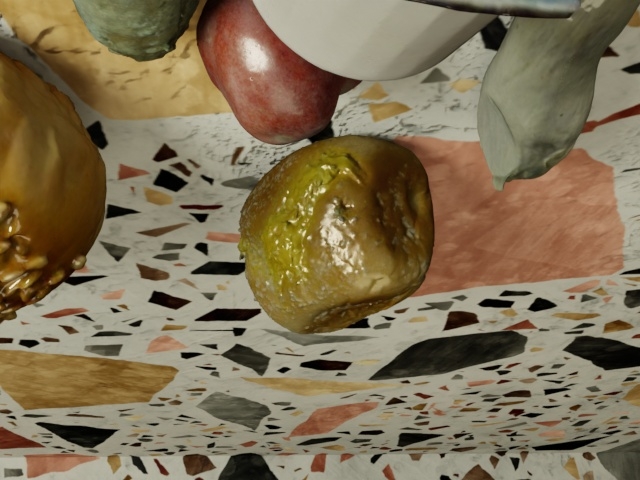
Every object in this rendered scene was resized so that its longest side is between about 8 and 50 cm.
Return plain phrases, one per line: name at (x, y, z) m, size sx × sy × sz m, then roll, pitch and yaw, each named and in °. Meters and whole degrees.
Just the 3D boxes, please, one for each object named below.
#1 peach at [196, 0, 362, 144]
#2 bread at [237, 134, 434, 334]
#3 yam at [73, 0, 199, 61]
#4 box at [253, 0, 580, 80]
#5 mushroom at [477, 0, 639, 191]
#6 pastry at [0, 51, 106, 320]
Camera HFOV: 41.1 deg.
peach at (-0.031, -0.166, 0.726) m, size 0.152 × 0.152 × 0.152 m, roll -2°, pitch 155°, yaw -1°
bread at (0.000, 0.000, 1.007) m, size 0.176 × 0.195 × 0.246 m, roll 10°, pitch 152°, yaw -34°
yam at (-0.132, -0.236, 0.584) m, size 0.133 × 0.133 × 0.330 m, roll 0°, pitch 159°, yaw -6°
box at (0.034, -0.229, 0.524) m, size 0.291 × 0.262 × 0.206 m, roll 41°, pitch 158°, yaw -3°
mushroom at (0.218, -0.168, 0.791) m, size 0.110 × 0.097 × 0.351 m, roll -1°, pitch 152°, yaw -4°
pastry at (-0.410, -0.038, 0.825) m, size 0.410 × 0.244 × 0.409 m, roll 0°, pitch 154°, yaw 0°
